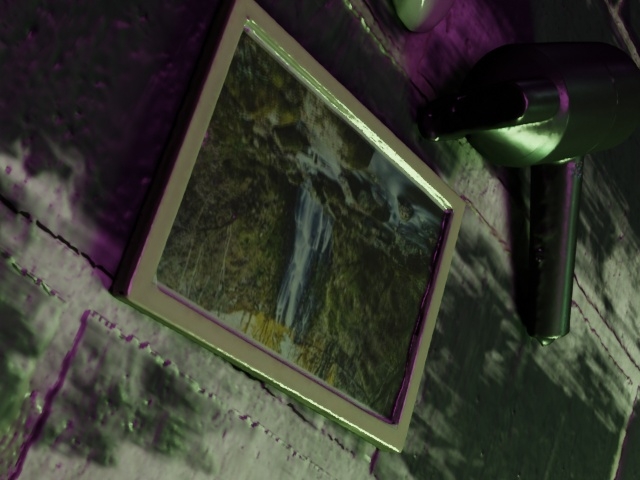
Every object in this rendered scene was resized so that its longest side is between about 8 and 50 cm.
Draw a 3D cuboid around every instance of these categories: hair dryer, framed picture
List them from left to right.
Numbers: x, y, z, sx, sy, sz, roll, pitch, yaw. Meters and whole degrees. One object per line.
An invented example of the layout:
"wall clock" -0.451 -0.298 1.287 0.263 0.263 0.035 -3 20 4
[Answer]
"framed picture" 0.000 0.000 0.768 0.324 0.020 0.241 39 61 -43
"hair dryer" 0.201 -0.034 0.958 0.244 0.116 0.303 -15 108 -47

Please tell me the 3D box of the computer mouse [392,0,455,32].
"computer mouse" 0.078 -0.261 0.843 0.182 0.056 0.089 60 43 -29
